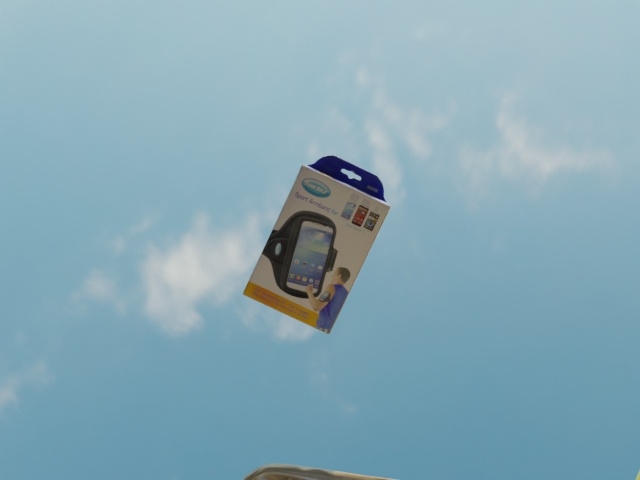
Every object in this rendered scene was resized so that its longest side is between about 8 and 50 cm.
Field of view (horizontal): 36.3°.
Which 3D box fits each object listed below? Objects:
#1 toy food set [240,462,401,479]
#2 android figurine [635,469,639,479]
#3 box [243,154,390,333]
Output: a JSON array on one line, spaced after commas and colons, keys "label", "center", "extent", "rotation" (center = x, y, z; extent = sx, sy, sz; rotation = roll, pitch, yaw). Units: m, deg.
[{"label": "toy food set", "center": [0.088, 0.249, 0.657], "extent": [0.306, 0.220, 0.092], "rotation": [-7, -130, 50]}, {"label": "android figurine", "center": [0.242, 0.121, 0.440], "extent": [0.056, 0.248, 0.273], "rotation": [32, -103, -18]}, {"label": "box", "center": [0.000, 0.000, 0.810], "extent": [0.081, 0.028, 0.136], "rotation": [25, -79, 0]}]
